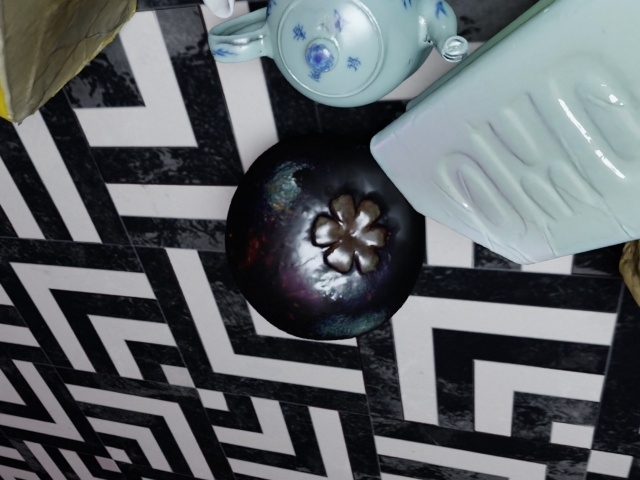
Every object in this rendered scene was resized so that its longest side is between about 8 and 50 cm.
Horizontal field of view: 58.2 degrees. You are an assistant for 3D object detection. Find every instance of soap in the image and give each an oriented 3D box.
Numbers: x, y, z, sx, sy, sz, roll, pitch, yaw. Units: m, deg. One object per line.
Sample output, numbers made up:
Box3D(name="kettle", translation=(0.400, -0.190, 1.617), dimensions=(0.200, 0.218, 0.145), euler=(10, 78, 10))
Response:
Box3D(name="soap", translation=(0.180, -0.081, 0.429), dimensions=(0.173, 0.095, 0.289), euler=(50, 152, -8))

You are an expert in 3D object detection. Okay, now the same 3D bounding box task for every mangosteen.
Box3D(name="mangosteen", translation=(0.000, 0.000, 0.625), dimensions=(0.242, 0.243, 0.243), euler=(11, 130, 13))

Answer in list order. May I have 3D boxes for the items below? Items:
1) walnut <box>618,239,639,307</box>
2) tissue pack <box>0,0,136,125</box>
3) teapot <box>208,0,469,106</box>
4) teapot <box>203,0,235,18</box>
Box3D(name="walnut", translation=(0.388, 0.013, 0.485), dimensions=(0.245, 0.198, 0.198), euler=(-8, 124, 26))
Box3D(name="tissue pack", translation=(-0.336, -0.324, 0.440), dimensions=(0.382, 0.228, 0.293), euler=(37, 150, -8))
Box3D(name="teapot", translation=(0.015, -0.183, 0.500), dimensions=(0.231, 0.159, 0.159), euler=(5, 129, 18))
Box3D(name="teapot", translation=(-0.064, -0.307, 0.450), dimensions=(0.159, 0.116, 0.246), euler=(1, 109, 63))
